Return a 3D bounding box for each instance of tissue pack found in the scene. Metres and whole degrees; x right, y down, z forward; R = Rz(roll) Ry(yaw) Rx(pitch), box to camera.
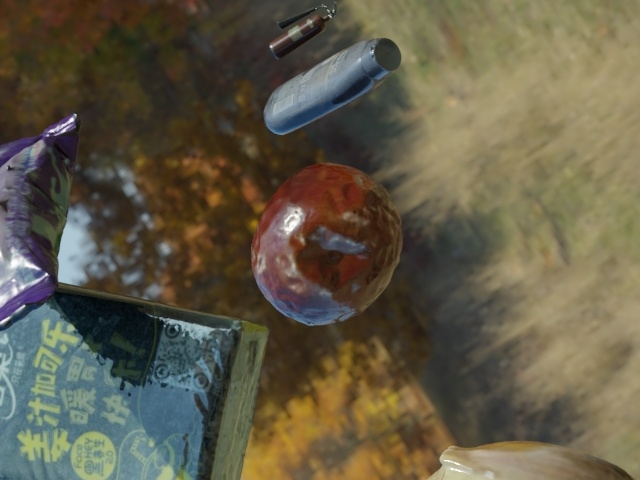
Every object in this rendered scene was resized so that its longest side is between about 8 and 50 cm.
[{"bbox_3d":[-0.187,0.140,1.417,0.257,0.185,0.081,10,177,23],"label":"tissue pack"}]

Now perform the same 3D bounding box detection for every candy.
[{"bbox_3d":[-0.264,-0.001,1.315,0.070,0.145,0.275,49,-159,-31],"label":"candy"}]

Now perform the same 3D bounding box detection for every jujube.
[{"bbox_3d":[0.000,0.000,1.898,0.190,0.190,0.255,57,172,-13],"label":"jujube"}]

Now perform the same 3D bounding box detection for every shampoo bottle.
[{"bbox_3d":[0.014,-0.194,1.985,0.049,0.087,0.234,37,148,-22],"label":"shampoo bottle"}]

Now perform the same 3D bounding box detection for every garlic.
[{"bbox_3d":[0.148,0.201,0.943,0.207,0.128,0.115,45,-145,-44],"label":"garlic"}]

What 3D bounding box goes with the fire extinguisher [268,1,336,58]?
[{"bbox_3d":[-0.022,-0.270,2.006,0.032,0.100,0.046,52,-170,-37],"label":"fire extinguisher"}]
